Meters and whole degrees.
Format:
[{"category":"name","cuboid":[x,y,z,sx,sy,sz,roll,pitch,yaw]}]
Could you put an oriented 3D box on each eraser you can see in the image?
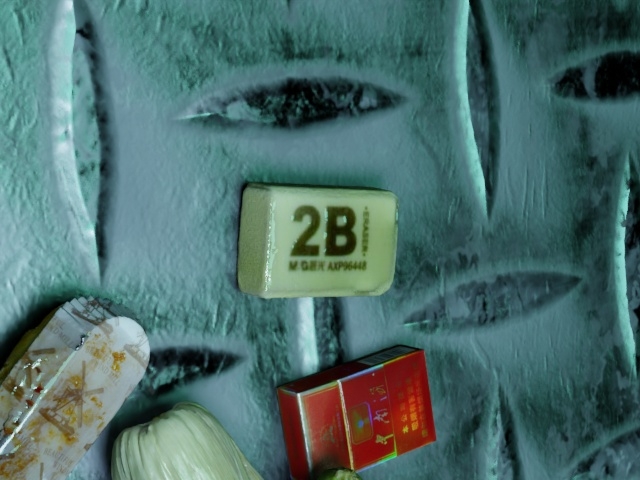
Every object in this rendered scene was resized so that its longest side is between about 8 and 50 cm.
[{"category":"eraser","cuboid":[0.000,0.000,1.367,0.172,0.058,0.117,1,94,-36]}]

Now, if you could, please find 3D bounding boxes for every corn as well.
[{"category":"corn","cuboid":[-0.092,0.301,1.247,0.123,0.122,0.305,-30,88,-45]}]

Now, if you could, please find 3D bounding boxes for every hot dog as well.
[{"category":"hot dog","cuboid":[-0.253,0.160,1.197,0.253,0.069,0.131,-55,130,-16]}]

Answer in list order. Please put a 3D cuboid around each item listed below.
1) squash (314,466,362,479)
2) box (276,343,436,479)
[{"category":"squash","cuboid":[0.003,0.327,1.363,0.068,0.077,0.219,-2,116,-30]},{"category":"box","cuboid":[0.042,0.189,1.419,0.175,0.048,0.112,-17,104,-33]}]
